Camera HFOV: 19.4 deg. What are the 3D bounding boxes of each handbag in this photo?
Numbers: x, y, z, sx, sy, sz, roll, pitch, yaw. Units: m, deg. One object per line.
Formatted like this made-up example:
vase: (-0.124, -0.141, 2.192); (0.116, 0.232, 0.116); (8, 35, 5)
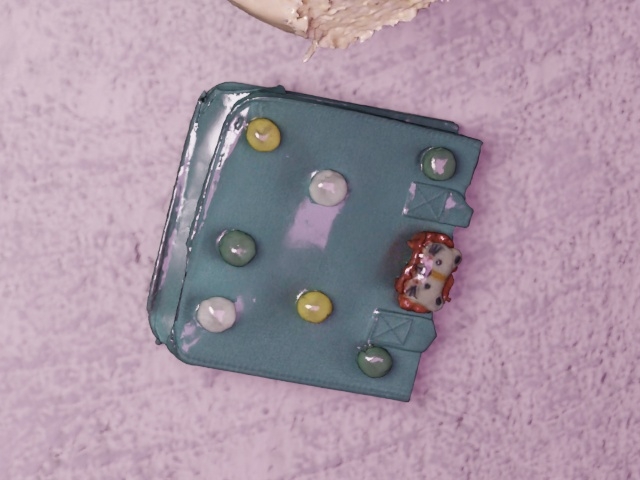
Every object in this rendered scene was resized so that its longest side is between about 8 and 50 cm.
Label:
handbag: (0.000, 0.000, 1.698); (0.274, 0.100, 0.268); (13, 97, -22)

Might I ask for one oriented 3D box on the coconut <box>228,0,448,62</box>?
coconut: (0.032, -0.348, 1.502); (0.346, 0.360, 0.346); (9, 125, 13)
